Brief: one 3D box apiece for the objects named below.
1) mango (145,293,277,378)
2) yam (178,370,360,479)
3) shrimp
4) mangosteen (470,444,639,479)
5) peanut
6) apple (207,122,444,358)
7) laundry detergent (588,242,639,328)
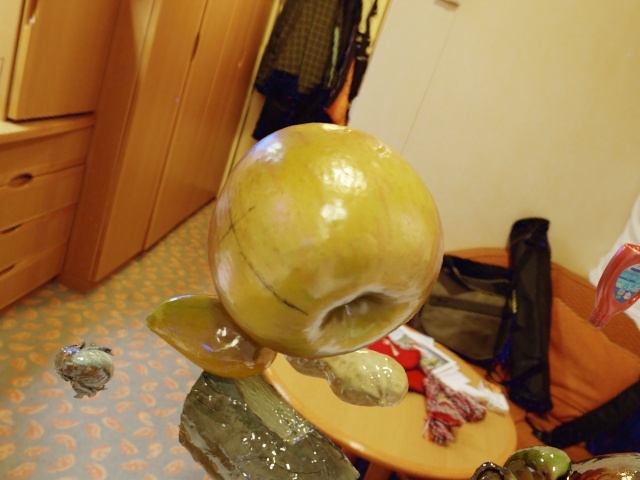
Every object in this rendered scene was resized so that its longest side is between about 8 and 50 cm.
[{"bbox_3d":[-0.133,0.122,0.704,0.187,0.101,0.066,21,-5,-6],"label":"mango"},{"bbox_3d":[-0.086,0.283,0.746,0.254,0.154,0.154,42,23,15],"label":"yam"},{"bbox_3d":[-0.382,0.220,0.900,0.079,0.090,0.233,10,-23,-8],"label":"shrimp"},{"bbox_3d":[0.197,0.239,0.341,0.216,0.216,0.216,19,17,-6],"label":"mangosteen"},{"bbox_3d":[0.043,0.239,1.031,0.263,0.101,0.117,22,24,32],"label":"peanut"},{"bbox_3d":[0.000,0.000,0.635,0.285,0.286,0.233,8,46,-35],"label":"apple"},{"bbox_3d":[0.547,0.089,0.982,0.097,0.165,0.049,14,24,-13],"label":"laundry detergent"}]
